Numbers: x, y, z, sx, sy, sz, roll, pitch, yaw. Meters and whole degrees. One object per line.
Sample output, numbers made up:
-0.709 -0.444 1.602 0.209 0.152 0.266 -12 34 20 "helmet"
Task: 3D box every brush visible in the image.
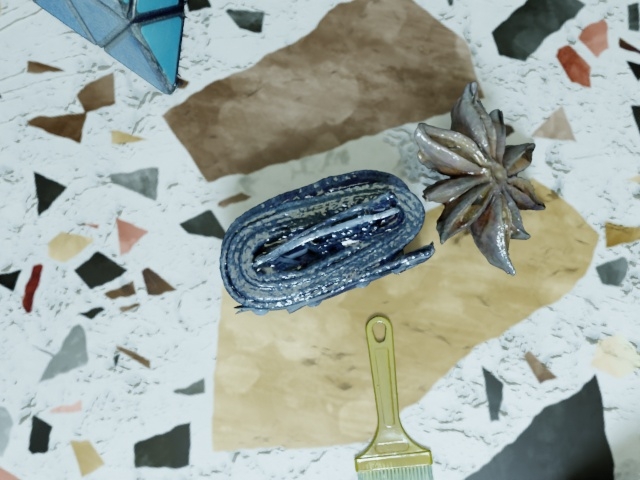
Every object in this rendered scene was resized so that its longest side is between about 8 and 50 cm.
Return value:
0.072 0.183 0.795 0.083 0.011 0.205 -6 83 2 "brush"

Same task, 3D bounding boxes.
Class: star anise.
0.160 -0.060 0.763 0.195 0.065 0.182 37 59 -28 "star anise"

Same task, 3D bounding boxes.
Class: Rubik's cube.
-0.243 -0.333 0.799 0.233 0.229 0.228 9 128 -33 "Rubik's cube"

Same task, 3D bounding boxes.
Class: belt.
0.000 0.000 0.757 0.218 0.128 0.122 -21 83 -2 "belt"
